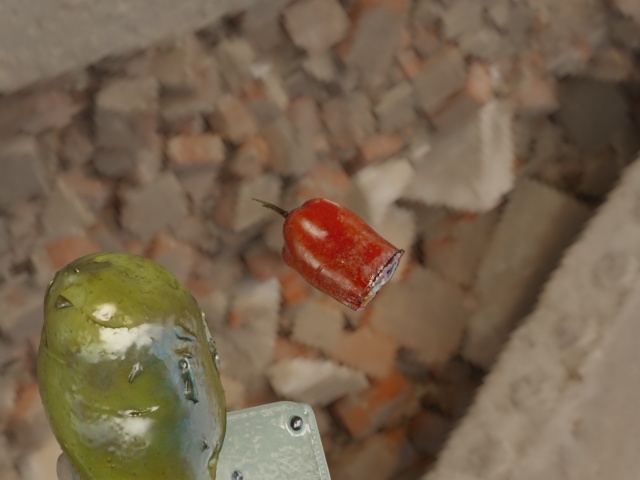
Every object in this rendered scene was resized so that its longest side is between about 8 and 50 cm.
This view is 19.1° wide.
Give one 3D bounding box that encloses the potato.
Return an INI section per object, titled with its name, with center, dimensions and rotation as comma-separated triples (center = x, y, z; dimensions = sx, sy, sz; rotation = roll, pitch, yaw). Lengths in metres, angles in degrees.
[potato]
center = -0.161, 0.129, 1.677
dimensions = 0.169, 0.248, 0.143
rotation = -19, -171, -31

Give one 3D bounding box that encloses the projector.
[projector]
center = -0.111, 0.276, 1.847
dimensions = 0.250, 0.198, 0.108
rotation = -9, 167, -22

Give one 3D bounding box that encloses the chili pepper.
[chili pepper]
center = 0.000, 0.000, 2.000
dimensions = 0.086, 0.192, 0.084
rotation = -12, 129, -54
